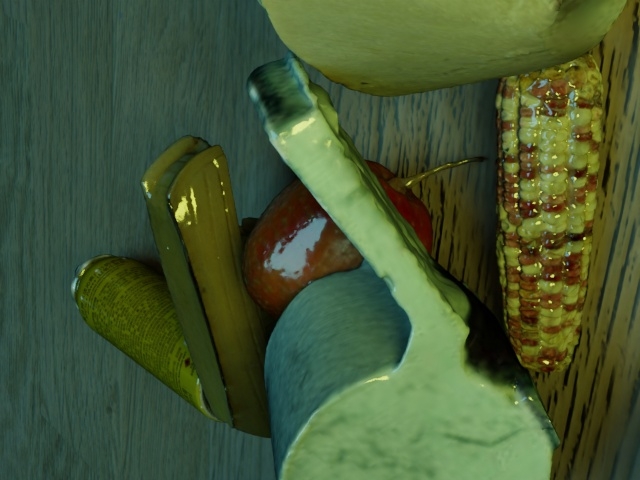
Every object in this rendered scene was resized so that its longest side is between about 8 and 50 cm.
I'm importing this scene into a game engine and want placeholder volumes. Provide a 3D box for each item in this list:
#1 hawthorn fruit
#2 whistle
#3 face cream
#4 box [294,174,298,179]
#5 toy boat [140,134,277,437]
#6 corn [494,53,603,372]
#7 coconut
[{"bbox_3d":[0.032,-0.008,0.839,0.162,0.163,0.203,51,125,30],"label":"hawthorn fruit"},{"bbox_3d":[0.054,0.065,0.710,0.168,0.188,0.404,-104,11,-66],"label":"whistle"},{"bbox_3d":[-0.196,0.096,1.195,0.349,0.105,0.105,25,119,46],"label":"face cream"},{"bbox_3d":[0.000,0.000,0.982,0.090,0.023,0.133,39,129,41],"label":"box"},{"bbox_3d":[-0.079,0.051,0.984,0.089,0.121,0.321,13,125,50],"label":"toy boat"},{"bbox_3d":[0.161,-0.019,0.732,0.079,0.079,0.237,22,120,47],"label":"corn"},{"bbox_3d":[0.072,-0.235,0.605,0.323,0.323,0.323,19,115,48],"label":"coconut"}]
